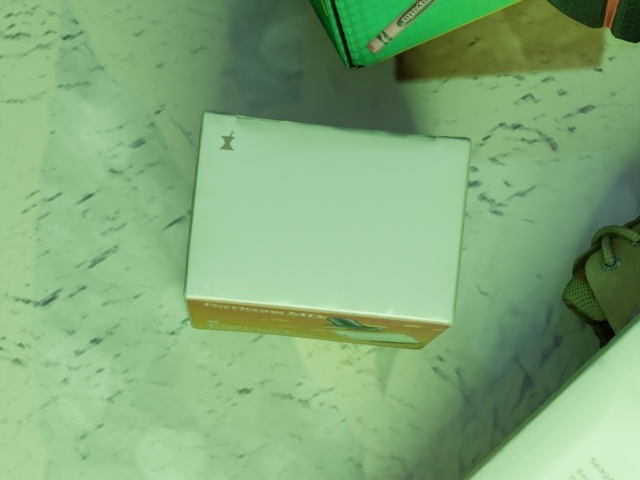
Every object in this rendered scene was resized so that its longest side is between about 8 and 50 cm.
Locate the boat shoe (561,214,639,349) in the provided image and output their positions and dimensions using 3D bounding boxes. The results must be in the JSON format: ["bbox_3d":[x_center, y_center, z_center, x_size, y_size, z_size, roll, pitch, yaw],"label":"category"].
[{"bbox_3d":[0.187,0.038,1.002,0.120,0.122,0.324,23,83,6],"label":"boat shoe"}]

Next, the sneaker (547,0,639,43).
[{"bbox_3d":[0.251,-0.204,1.053,0.313,0.116,0.136,-16,73,-10],"label":"sneaker"}]

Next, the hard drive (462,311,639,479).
[{"bbox_3d":[0.124,0.208,0.949,0.203,0.040,0.307,45,110,3],"label":"hard drive"}]

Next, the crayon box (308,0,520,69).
[{"bbox_3d":[0.105,-0.213,0.974,0.278,0.081,0.165,-23,48,-4],"label":"crayon box"}]

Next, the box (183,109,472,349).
[{"bbox_3d":[0.000,0.000,0.971,0.130,0.170,0.091,6,83,-1],"label":"box"}]
